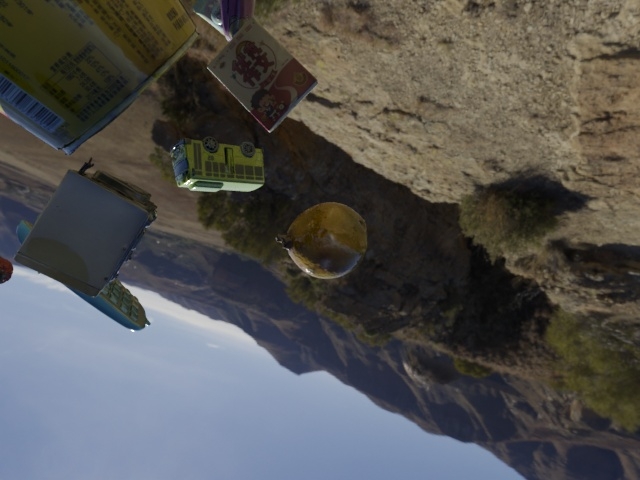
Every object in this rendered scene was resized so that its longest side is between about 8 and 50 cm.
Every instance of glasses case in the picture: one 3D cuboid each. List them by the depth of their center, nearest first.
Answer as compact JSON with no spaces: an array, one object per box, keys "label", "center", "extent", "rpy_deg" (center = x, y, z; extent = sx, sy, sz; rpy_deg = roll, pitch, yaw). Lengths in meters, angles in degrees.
[{"label":"glasses case","center":[-0.217,-0.695,1.129],"extent":[0.076,0.123,0.316],"rpy_deg":[18,128,7]}]

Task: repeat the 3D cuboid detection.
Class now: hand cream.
[{"label":"hand cream","center":[-0.291,-0.757,1.499],"extent":[0.306,0.093,0.147],"rpy_deg":[42,123,-16]}]

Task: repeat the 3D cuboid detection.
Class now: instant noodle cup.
[{"label":"instant noodle cup","center":[-0.323,-0.278,0.506],"extent":[0.326,0.325,0.254],"rpy_deg":[7,146,50]}]

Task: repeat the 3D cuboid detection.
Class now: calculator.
[{"label":"calculator","center":[-0.578,0.093,1.069],"extent":[0.386,0.054,0.256],"rpy_deg":[48,170,-21]}]

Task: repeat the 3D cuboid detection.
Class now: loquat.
[{"label":"loquat","center":[0.000,0.000,1.118],"extent":[0.247,0.213,0.213],"rpy_deg":[0,178,-21]}]

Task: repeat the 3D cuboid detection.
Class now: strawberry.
[{"label":"strawberry","center":[-0.993,0.085,1.296],"extent":[0.096,0.083,0.083],"rpy_deg":[60,-169,27]}]

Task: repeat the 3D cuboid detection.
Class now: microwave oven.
[{"label":"microwave oven","center":[-0.392,-0.027,0.763],"extent":[0.145,0.193,0.240],"rpy_deg":[34,176,-18]}]

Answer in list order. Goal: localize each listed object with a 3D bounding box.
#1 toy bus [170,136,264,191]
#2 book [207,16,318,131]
[{"label":"toy bus","center":[-0.207,-0.151,0.865],"extent":[0.175,0.101,0.088],"rpy_deg":[-2,175,-38]},{"label":"book","center":[-0.139,-0.390,0.994],"extent":[0.232,0.162,0.022],"rpy_deg":[47,-173,9]}]
